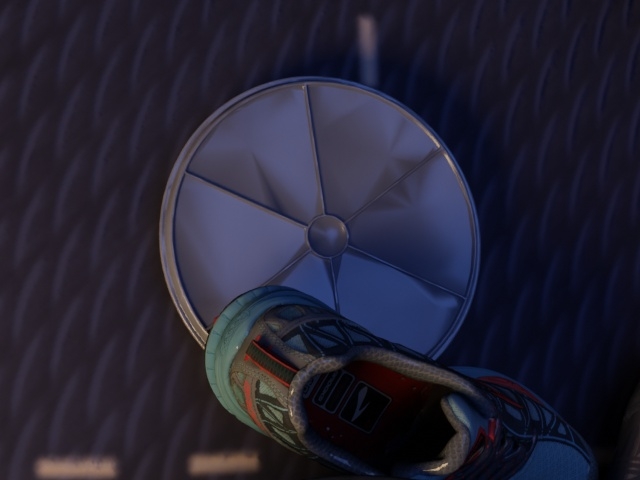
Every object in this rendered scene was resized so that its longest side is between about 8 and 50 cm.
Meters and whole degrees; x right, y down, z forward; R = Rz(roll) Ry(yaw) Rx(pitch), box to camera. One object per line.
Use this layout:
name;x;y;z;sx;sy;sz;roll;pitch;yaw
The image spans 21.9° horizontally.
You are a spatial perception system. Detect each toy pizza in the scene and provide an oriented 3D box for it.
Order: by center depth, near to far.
toy pizza;0.000;0.000;1.002;0.201;0.032;0.201;3;80;-16

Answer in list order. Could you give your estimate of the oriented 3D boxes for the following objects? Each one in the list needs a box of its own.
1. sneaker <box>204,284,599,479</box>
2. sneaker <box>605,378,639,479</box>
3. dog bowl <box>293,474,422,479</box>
sneaker;0.060;0.117;0.928;0.262;0.125;0.104;23;92;-25
sneaker;0.323;0.173;1.013;0.323;0.130;0.236;37;65;-12
dog bowl;0.006;0.333;0.877;0.408;0.150;0.407;3;78;-15
